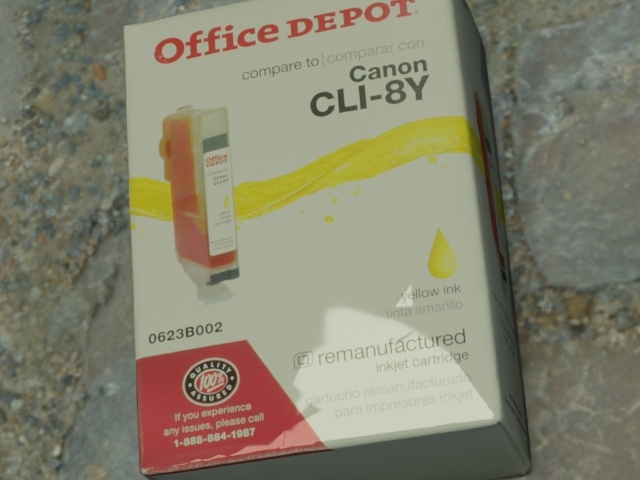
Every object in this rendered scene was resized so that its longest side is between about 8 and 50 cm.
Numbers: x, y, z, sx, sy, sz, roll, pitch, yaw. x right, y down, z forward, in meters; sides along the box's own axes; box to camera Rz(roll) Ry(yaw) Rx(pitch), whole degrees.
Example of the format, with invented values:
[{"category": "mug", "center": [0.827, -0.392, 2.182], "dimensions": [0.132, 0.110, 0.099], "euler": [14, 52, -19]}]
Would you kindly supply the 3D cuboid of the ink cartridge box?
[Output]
[{"category": "ink cartridge box", "center": [0.000, 0.000, 1.468], "dimensions": [0.279, 0.160, 0.384], "euler": [-10, 67, 12]}]
